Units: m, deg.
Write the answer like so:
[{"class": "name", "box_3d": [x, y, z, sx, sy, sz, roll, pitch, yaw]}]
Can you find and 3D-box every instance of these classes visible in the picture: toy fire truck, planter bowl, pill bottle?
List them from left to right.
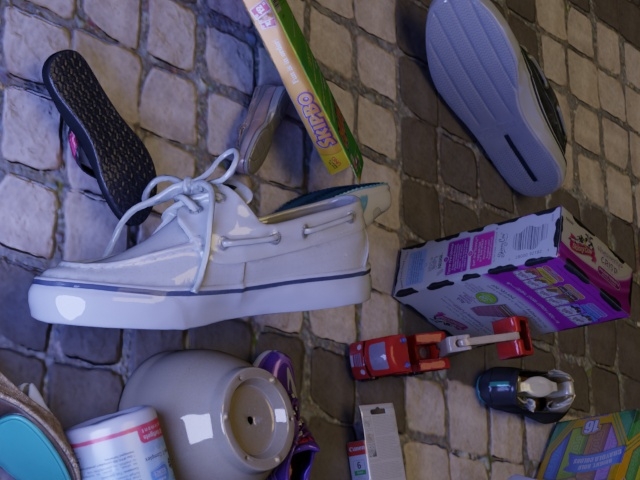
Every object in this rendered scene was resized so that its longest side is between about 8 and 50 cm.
[{"class": "pill bottle", "box_3d": [-0.166, 0.232, 1.177, 0.087, 0.087, 0.160, -16, 90, -50]}, {"class": "planter bowl", "box_3d": [-0.094, 0.174, 1.264, 0.162, 0.109, 0.162, 21, 61, -44]}, {"class": "toy fire truck", "box_3d": [0.140, 0.123, 1.531, 0.192, 0.135, 0.047, 1, 76, -49]}]

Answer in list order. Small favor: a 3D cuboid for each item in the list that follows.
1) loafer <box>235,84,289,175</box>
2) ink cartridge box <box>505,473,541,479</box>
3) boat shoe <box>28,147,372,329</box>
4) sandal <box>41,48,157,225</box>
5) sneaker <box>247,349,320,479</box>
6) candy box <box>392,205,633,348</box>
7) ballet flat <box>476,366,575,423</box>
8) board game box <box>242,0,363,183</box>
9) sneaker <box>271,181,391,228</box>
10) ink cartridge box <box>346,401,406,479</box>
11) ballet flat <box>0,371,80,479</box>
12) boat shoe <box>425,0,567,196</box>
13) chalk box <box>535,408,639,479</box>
[{"class": "loafer", "box_3d": [-0.071, -0.120, 1.457, 0.045, 0.039, 0.125, 80, 28, -50]}, {"class": "ink cartridge box", "box_3d": [0.210, 0.465, 1.550, 0.261, 0.066, 0.296, -32, 103, -23]}, {"class": "boat shoe", "box_3d": [-0.099, -0.007, 1.245, 0.367, 0.135, 0.157, -4, 97, -35]}, {"class": "sandal", "box_3d": [-0.212, -0.096, 1.275, 0.067, 0.040, 0.179, -42, 110, -44]}, {"class": "sneaker", "box_3d": [-0.030, 0.193, 1.361, 0.068, 0.071, 0.170, 7, 71, -48]}, {"class": "candy box", "box_3d": [0.225, 0.048, 1.580, 0.159, 0.233, 0.071, 36, 52, -37]}, {"class": "ballet flat", "box_3d": [0.283, 0.196, 1.724, 0.203, 0.074, 0.074, 14, 67, -46]}, {"class": "board game box", "box_3d": [-0.020, -0.184, 1.493, 0.259, 0.039, 0.124, 61, 11, -12]}, {"class": "sneaker", "box_3d": [0.000, 0.000, 1.462, 0.228, 0.087, 0.092, -32, 108, -42]}, {"class": "ink cartridge box", "box_3d": [0.061, 0.239, 1.483, 0.062, 0.029, 0.115, 3, 73, -48]}, {"class": "ballet flat", "box_3d": [-0.267, 0.131, 1.114, 0.206, 0.073, 0.067, 51, 30, -30]}, {"class": "boat shoe", "box_3d": [0.236, -0.210, 1.795, 0.335, 0.121, 0.119, 59, 33, -33]}, {"class": "chalk box", "box_3d": [0.356, 0.341, 1.708, 0.132, 0.132, 0.213, 51, 44, -23]}]
